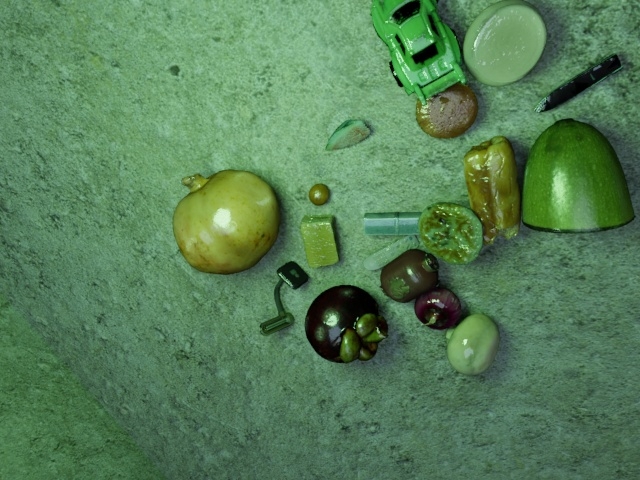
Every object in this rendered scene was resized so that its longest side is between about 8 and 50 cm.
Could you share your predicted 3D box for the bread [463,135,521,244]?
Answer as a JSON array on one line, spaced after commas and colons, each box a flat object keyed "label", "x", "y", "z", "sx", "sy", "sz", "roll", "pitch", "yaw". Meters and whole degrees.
[{"label": "bread", "x": 0.580, "y": -0.163, "z": 1.392, "sx": 0.148, "sy": 0.195, "sz": 0.344, "roll": -3, "pitch": 113, "yaw": 34}]

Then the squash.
[{"label": "squash", "x": 0.771, "y": -0.210, "z": 1.275, "sx": 0.309, "sy": 0.310, "sz": 0.309, "roll": -7, "pitch": 108, "yaw": 14}]

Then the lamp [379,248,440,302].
[{"label": "lamp", "x": 0.335, "y": 0.134, "z": 1.557, "sx": 0.180, "sy": 0.180, "sz": 0.258, "roll": 44, "pitch": 132, "yaw": -8}]

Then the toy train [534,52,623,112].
[{"label": "toy train", "x": 0.783, "y": -0.477, "z": 1.300, "sx": 0.251, "sy": 0.048, "sz": 0.055, "roll": -30, "pitch": 108, "yaw": 27}]

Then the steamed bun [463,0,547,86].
[{"label": "steamed bun", "x": 0.538, "y": -0.585, "z": 1.249, "sx": 0.231, "sy": 0.145, "sz": 0.232, "roll": 2, "pitch": 121, "yaw": 4}]

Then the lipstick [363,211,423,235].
[{"label": "lipstick", "x": 0.305, "y": -0.063, "z": 1.549, "sx": 0.289, "sy": 0.076, "sz": 0.078, "roll": 0, "pitch": 113, "yaw": 12}]

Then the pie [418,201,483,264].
[{"label": "pie", "x": 0.439, "y": -0.026, "z": 1.423, "sx": 0.240, "sy": 0.054, "sz": 0.241, "roll": 24, "pitch": 131, "yaw": 30}]

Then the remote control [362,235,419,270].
[{"label": "remote control", "x": 0.267, "y": 0.044, "z": 1.622, "sx": 0.229, "sy": 0.044, "sz": 0.073, "roll": -31, "pitch": 118, "yaw": 14}]

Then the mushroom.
[{"label": "mushroom", "x": 0.576, "y": 0.392, "z": 1.626, "sx": 0.202, "sy": 0.245, "sz": 0.246, "roll": 33, "pitch": 124, "yaw": 44}]

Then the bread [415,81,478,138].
[{"label": "bread", "x": 0.407, "y": -0.423, "z": 1.366, "sx": 0.198, "sy": 0.104, "sz": 0.199, "roll": 4, "pitch": 113, "yaw": 9}]

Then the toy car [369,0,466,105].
[{"label": "toy car", "x": 0.295, "y": -0.602, "z": 1.269, "sx": 0.213, "sy": 0.176, "sz": 0.359, "roll": -24, "pitch": 101, "yaw": 18}]

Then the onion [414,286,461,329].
[{"label": "onion", "x": 0.450, "y": 0.261, "z": 1.616, "sx": 0.177, "sy": 0.153, "sz": 0.178, "roll": 0, "pitch": 105, "yaw": 0}]

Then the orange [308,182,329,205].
[{"label": "orange", "x": -0.005, "y": -0.172, "z": 1.573, "sx": 0.084, "sy": 0.085, "sz": 0.085, "roll": 4, "pitch": 113, "yaw": 10}]

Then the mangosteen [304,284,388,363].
[{"label": "mangosteen", "x": 0.107, "y": 0.329, "z": 1.610, "sx": 0.346, "sy": 0.306, "sz": 0.307, "roll": 23, "pitch": 123, "yaw": 47}]

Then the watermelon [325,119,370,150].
[{"label": "watermelon", "x": 0.090, "y": -0.370, "z": 1.476, "sx": 0.180, "sy": 0.081, "sz": 0.094, "roll": -14, "pitch": 126, "yaw": 33}]

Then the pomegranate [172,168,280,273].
[{"label": "pomegranate", "x": -0.343, "y": -0.079, "z": 1.510, "sx": 0.410, "sy": 0.411, "sz": 0.412, "roll": 4, "pitch": 113, "yaw": 10}]

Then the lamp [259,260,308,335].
[{"label": "lamp", "x": -0.170, "y": 0.241, "z": 1.713, "sx": 0.124, "sy": 0.203, "sz": 0.284, "roll": 30, "pitch": 120, "yaw": 19}]

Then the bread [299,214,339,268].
[{"label": "bread", "x": 0.000, "y": 0.000, "z": 1.625, "sx": 0.138, "sy": 0.102, "sz": 0.197, "roll": -5, "pitch": 114, "yaw": 16}]
